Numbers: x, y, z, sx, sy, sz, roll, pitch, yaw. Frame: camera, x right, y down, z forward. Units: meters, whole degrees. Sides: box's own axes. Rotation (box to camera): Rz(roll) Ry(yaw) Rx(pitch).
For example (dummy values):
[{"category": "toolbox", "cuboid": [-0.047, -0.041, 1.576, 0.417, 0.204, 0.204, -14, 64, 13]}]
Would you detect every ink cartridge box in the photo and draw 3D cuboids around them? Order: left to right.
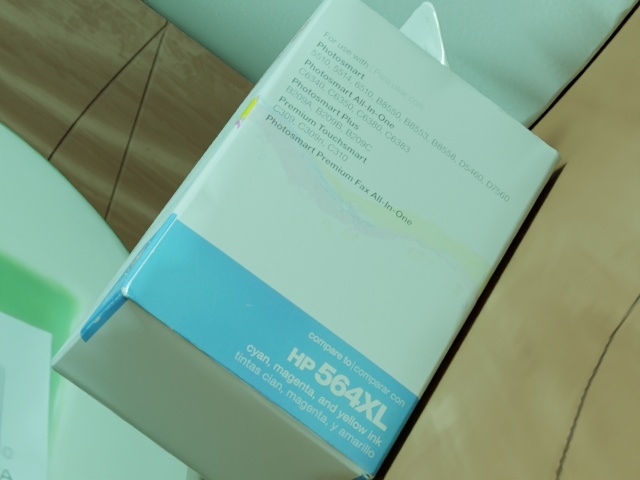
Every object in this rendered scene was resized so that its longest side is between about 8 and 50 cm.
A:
[{"category": "ink cartridge box", "cuboid": [0.000, 0.000, 0.542, 0.143, 0.090, 0.092, -56, 7, -26]}]

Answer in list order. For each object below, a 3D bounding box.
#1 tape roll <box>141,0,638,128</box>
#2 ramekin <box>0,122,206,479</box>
[{"category": "tape roll", "cuboid": [0.046, -0.159, 0.695, 0.246, 0.169, 0.246, -53, 7, 10]}, {"category": "ramekin", "cuboid": [-0.186, 0.071, 0.630, 0.148, 0.303, 0.303, -40, 13, 32]}]
